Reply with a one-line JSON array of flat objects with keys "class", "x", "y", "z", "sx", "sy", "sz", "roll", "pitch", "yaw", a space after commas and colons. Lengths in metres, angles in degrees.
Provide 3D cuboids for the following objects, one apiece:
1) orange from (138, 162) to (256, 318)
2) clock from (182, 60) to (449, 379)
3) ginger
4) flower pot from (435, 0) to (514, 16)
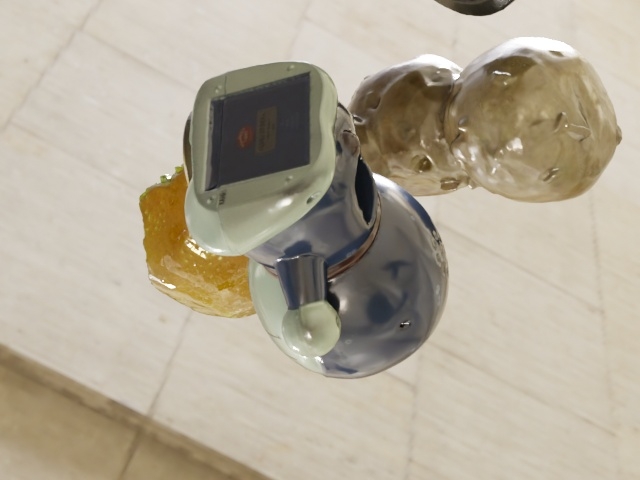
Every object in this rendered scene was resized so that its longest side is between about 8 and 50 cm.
[{"class": "orange", "x": -0.090, "y": -0.004, "z": 1.382, "sx": 0.179, "sy": 0.158, "sz": 0.237, "roll": -61, "pitch": 168, "yaw": -4}, {"class": "clock", "x": 0.000, "y": 0.000, "z": 0.919, "sx": 0.146, "sy": 0.243, "sz": 0.200, "roll": -18, "pitch": -129, "yaw": 16}, {"class": "ginger", "x": 0.128, "y": -0.100, "z": 1.229, "sx": 0.304, "sy": 0.155, "sz": 0.244, "roll": -10, "pitch": -163, "yaw": 30}, {"class": "flower pot", "x": 0.144, "y": -0.350, "z": 1.133, "sx": 0.166, "sy": 0.269, "sz": 0.269, "roll": -35, "pitch": -179, "yaw": -17}]
